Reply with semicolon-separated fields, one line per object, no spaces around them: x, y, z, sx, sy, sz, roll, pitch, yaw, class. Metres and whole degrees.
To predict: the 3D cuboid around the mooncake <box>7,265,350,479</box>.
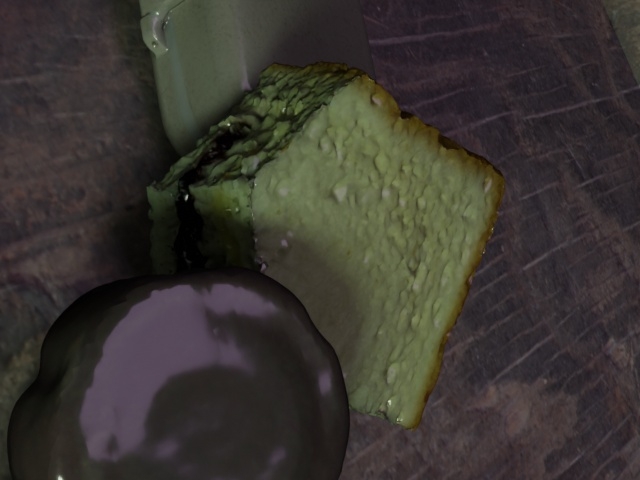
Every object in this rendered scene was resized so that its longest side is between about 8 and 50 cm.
-0.097;0.133;0.983;0.245;0.133;0.245;2;87;-31;mooncake

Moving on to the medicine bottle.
-0.063;-0.228;1.348;0.282;0.123;0.375;13;61;-51;medicine bottle

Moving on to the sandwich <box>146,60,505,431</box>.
0.001;0.000;1.190;0.325;0.131;0.262;26;83;-50;sandwich
